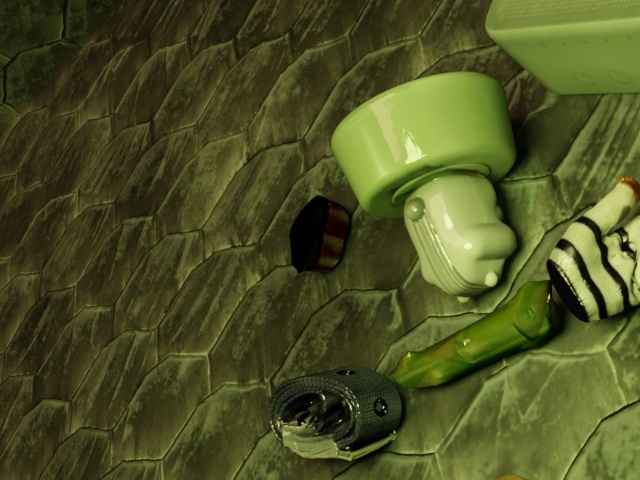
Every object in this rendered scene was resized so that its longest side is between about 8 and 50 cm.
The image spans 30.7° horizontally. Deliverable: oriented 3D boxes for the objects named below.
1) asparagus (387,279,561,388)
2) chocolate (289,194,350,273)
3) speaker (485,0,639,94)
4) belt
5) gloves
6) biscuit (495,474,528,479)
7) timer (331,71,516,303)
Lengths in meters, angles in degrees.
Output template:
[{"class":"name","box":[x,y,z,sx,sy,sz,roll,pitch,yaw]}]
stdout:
[{"class":"asparagus","box":[0.236,0.153,1.737,0.343,0.085,0.082,-37,53,40]},{"class":"chocolate","box":[0.000,0.000,2.146,0.125,0.080,0.148,-9,67,63]},{"class":"speaker","box":[0.445,-0.334,1.703,0.406,0.184,0.183,7,73,53]},{"class":"belt","box":[0.028,0.277,1.885,0.230,0.126,0.139,-14,85,48]},{"class":"gloves","box":[0.422,0.010,1.576,0.219,0.131,0.140,-29,35,-6]},{"class":"biscuit","box":[0.252,0.400,1.581,0.170,0.050,0.170,-42,34,37]},{"class":"timer","box":[0.198,-0.061,1.818,0.291,0.291,0.315,-31,69,37]}]
